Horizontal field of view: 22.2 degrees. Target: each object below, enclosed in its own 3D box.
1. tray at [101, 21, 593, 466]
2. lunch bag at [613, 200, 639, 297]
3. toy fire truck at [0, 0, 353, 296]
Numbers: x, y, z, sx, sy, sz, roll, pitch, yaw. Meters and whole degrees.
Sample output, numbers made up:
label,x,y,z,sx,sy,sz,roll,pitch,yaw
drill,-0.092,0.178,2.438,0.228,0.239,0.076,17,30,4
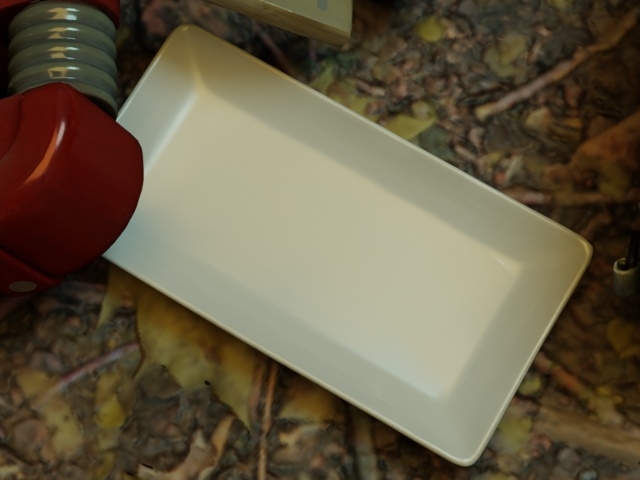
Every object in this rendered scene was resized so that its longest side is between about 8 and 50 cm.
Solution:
label,x,y,z,sx,sy,sz,roll,pitch,yaw
tray,0.000,0.000,0.904,0.270,0.030,0.145,30,77,9
lunch bag,0.308,-0.069,0.788,0.305,0.212,0.256,4,64,27
toy fire truck,-0.119,-0.089,0.855,0.246,0.158,0.217,-14,64,19
